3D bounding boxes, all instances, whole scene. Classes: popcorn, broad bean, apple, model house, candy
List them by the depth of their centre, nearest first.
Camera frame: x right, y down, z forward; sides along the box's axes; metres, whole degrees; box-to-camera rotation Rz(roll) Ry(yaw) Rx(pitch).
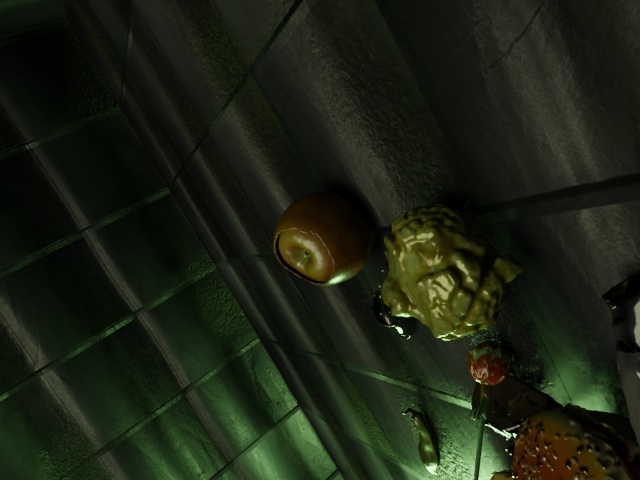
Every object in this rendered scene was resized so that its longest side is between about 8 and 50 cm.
[{"bbox_3d":[0.225,0.055,0.800,0.255,0.195,0.256,-21,102,54],"label":"popcorn"},{"bbox_3d":[0.319,0.340,0.881,0.078,0.288,0.084,16,160,-2],"label":"candy"},{"bbox_3d":[0.418,0.371,0.923,0.164,0.141,0.203,40,180,-15],"label":"model house"},{"bbox_3d":[0.000,0.000,1.096,0.237,0.207,0.237,40,151,27],"label":"apple"},{"bbox_3d":[0.334,0.637,1.421,0.075,0.067,0.325,-6,117,28],"label":"broad bean"}]

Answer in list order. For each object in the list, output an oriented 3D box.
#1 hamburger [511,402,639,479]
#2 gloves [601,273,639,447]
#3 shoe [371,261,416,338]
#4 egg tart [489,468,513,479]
[{"bbox_3d":[0.418,0.401,0.686,0.300,0.176,0.301,177,90,-77],"label":"hamburger"},{"bbox_3d":[0.458,0.179,0.594,0.286,0.142,0.119,62,-178,-12],"label":"gloves"},{"bbox_3d":[0.171,0.165,1.122,0.108,0.093,0.241,31,143,40],"label":"shoe"},{"bbox_3d":[0.528,0.637,0.988,0.341,0.132,0.341,42,151,31],"label":"egg tart"}]
